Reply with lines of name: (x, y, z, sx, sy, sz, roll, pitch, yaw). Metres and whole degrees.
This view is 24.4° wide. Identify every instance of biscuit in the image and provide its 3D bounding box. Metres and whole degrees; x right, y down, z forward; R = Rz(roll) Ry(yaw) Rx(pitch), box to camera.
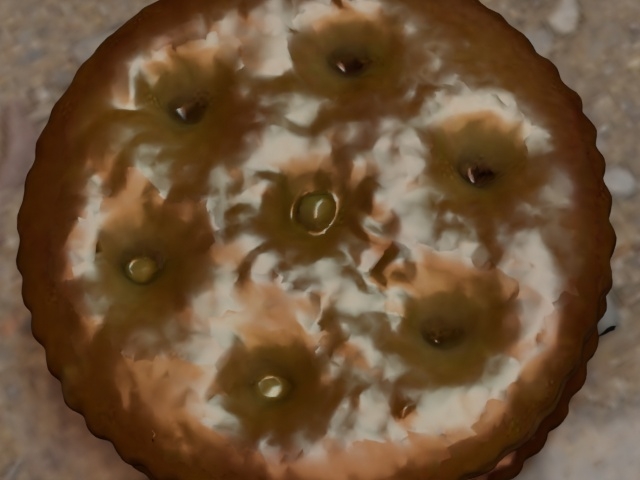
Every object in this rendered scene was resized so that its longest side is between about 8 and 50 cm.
biscuit: (0.000, 0.000, 0.547, 0.220, 0.066, 0.220, -1, 72, 3)
